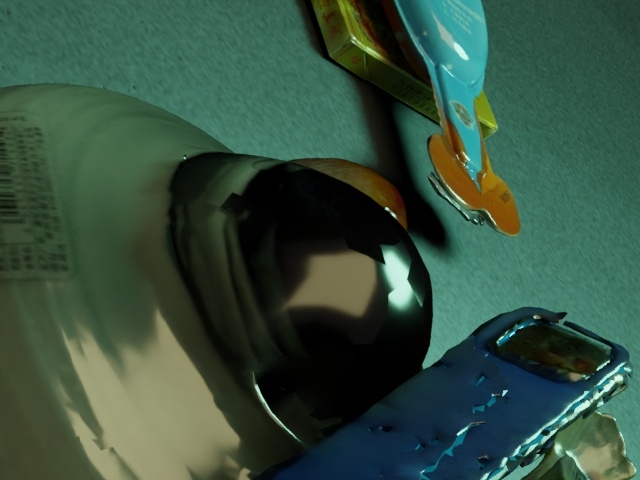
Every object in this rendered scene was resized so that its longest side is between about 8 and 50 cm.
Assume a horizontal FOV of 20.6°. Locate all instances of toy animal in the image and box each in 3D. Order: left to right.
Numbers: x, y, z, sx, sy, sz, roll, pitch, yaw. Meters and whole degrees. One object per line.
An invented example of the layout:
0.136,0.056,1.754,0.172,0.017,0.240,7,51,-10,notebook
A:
0.082,0.127,0.757,0.219,0.095,0.155,49,21,-9,toy animal

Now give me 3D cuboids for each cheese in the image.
0.074,-0.106,1.047,0.106,0.037,0.256,32,37,-39,cheese

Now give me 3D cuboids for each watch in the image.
0.012,0.190,0.534,0.274,0.068,0.276,-28,120,-52,watch

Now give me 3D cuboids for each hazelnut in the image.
0.000,0.000,0.794,0.086,0.086,0.086,40,29,-28,hazelnut

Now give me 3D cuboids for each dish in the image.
-0.020,0.040,0.620,0.273,0.134,0.273,44,27,-28,dish

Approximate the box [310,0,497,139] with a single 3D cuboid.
0.048,-0.122,1.088,0.156,0.022,0.089,23,39,-48,box
